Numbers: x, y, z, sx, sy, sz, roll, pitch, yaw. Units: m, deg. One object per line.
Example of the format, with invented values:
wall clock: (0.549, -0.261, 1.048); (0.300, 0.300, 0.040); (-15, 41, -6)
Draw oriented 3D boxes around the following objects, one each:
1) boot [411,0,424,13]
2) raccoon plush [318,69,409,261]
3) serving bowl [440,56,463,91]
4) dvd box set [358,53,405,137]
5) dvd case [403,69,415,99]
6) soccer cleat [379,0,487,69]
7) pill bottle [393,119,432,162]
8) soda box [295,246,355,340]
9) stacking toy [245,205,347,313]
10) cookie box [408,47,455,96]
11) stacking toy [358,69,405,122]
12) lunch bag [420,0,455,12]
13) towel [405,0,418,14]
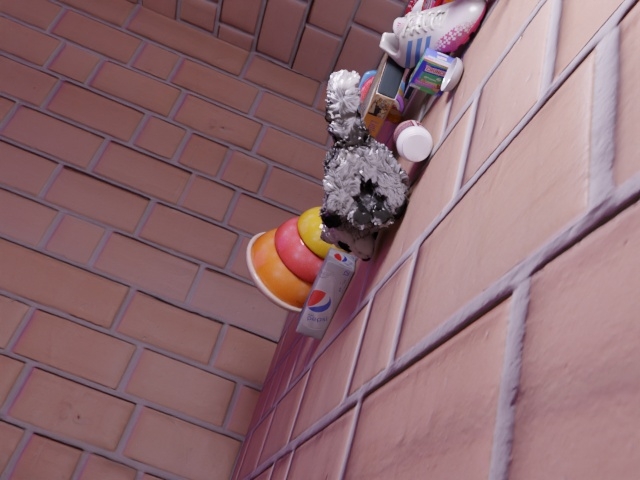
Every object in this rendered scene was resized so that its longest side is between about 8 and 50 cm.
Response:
boot: (0.318, -0.687, 1.984); (0.258, 0.095, 0.123); (-58, 0, 21)
raccoon plush: (0.094, -0.173, 1.566); (0.299, 0.216, 0.446); (135, 138, -80)
serving bowl: (0.315, -0.387, 1.433); (0.083, 0.027, 0.083); (-159, 90, -85)
dvd box set: (0.166, -0.414, 1.872); (0.420, 0.062, 0.308); (118, 172, -59)
dvd case: (0.348, -0.622, 2.076); (0.179, 0.029, 0.239); (-74, 9, -51)
soccer cleat: (0.269, -0.530, 1.531); (0.331, 0.143, 0.116); (-17, 52, 62)
pill bottle: (0.221, -0.235, 1.452); (0.152, 0.086, 0.086); (-81, 13, -71)
soda box: (0.015, 0.170, 1.910); (0.098, 0.091, 0.286); (-79, 11, -62)
stacking toy: (0.000, 0.000, 2.112); (0.480, 0.350, 0.351); (-43, 18, 31)
cookie box: (0.286, -0.424, 1.538); (0.107, 0.091, 0.040); (120, 168, -60)
stacking toy: (0.234, -0.481, 2.149); (0.302, 0.175, 0.166); (-102, 29, -61)
lunch bag: (0.354, -0.660, 1.732); (0.293, 0.120, 0.258); (-75, 3, -46)
towel: (0.394, -0.838, 1.934); (0.199, 0.031, 0.275); (-24, -25, -35)
